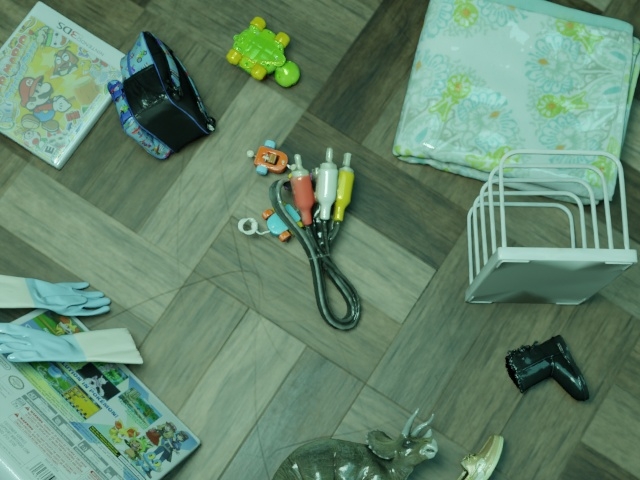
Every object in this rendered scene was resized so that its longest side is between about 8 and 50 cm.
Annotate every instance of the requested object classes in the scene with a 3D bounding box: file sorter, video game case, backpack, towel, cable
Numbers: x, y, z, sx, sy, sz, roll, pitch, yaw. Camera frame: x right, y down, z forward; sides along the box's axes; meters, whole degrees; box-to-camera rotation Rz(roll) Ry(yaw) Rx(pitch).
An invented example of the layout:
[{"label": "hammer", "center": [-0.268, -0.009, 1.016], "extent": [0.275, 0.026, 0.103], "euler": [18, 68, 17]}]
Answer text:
[{"label": "file sorter", "center": [0.335, -0.015, 1.528], "extent": [0.193, 0.277, 0.173], "euler": [1, 75, -2]}, {"label": "video game case", "center": [-0.372, 0.253, 1.457], "extent": [0.329, 0.300, 0.036], "euler": [43, 120, 8]}, {"label": "backpack", "center": [-0.269, -0.243, 1.630], "extent": [0.117, 0.158, 0.173], "euler": [-30, 65, 10]}, {"label": "video game case", "center": [-0.456, -0.262, 1.690], "extent": [0.206, 0.026, 0.227], "euler": [32, 78, 6]}, {"label": "towel", "center": [0.335, -0.248, 1.680], "extent": [0.374, 0.090, 0.320], "euler": [14, 76, 2]}, {"label": "cable", "center": [0.000, 0.000, 1.583], "extent": [0.139, 0.072, 0.287], "euler": [-5, 84, -28]}]

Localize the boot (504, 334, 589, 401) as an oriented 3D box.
[{"label": "boot", "center": [0.356, 0.213, 1.591], "extent": [0.099, 0.045, 0.121], "euler": [-21, 71, -9]}]

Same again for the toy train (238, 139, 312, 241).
[{"label": "toy train", "center": [-0.072, -0.075, 1.649], "extent": [0.125, 0.046, 0.166], "euler": [12, 73, 2]}]

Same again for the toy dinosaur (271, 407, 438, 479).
[{"label": "toy dinosaur", "center": [0.026, 0.363, 1.526], "extent": [0.314, 0.121, 0.160], "euler": [-7, 65, 1]}]

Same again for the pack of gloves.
[{"label": "pack of gloves", "center": [-0.408, 0.130, 1.515], "extent": [0.195, 0.232, 0.046], "euler": [52, 123, 42]}]

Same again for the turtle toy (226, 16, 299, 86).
[{"label": "turtle toy", "center": [-0.092, -0.306, 1.691], "extent": [0.130, 0.066, 0.095], "euler": [34, 78, 6]}]

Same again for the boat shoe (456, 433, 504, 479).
[{"label": "boat shoe", "center": [0.236, 0.354, 1.551], "extent": [0.045, 0.050, 0.135], "euler": [31, 77, 0]}]
